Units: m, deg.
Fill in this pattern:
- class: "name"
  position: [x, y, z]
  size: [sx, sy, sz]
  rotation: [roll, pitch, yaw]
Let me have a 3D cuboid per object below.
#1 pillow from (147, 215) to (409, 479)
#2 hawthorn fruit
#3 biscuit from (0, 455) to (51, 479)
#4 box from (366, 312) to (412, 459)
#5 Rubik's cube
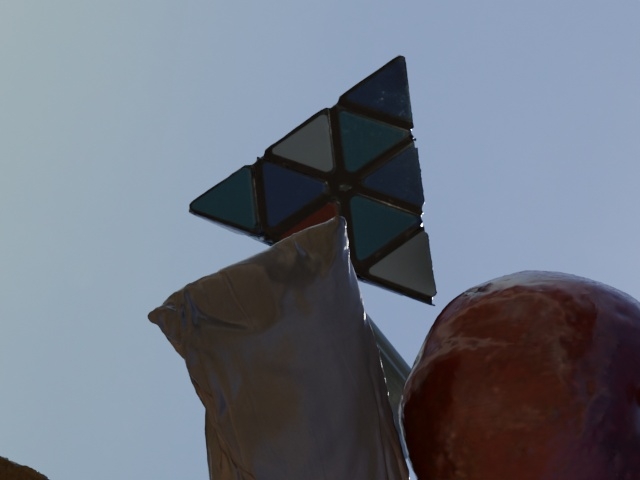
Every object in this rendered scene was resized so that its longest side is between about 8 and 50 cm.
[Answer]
- class: "pillow"
  position: [-0.027, 0.133, 1.415]
  size: [0.067, 0.173, 0.270]
  rotation: [177, -103, -76]
- class: "hawthorn fruit"
  position: [0.205, 0.133, 1.446]
  size: [0.271, 0.242, 0.242]
  rotation: [-21, -136, 30]
- class: "biscuit"
  position: [-0.438, 0.391, 2.423]
  size: [0.231, 0.131, 0.025]
  rotation: [-69, 162, 1]
- class: "box"
  position: [-0.013, 0.157, 2.140]
  size: [0.312, 0.182, 0.175]
  rotation: [52, -12, 27]
- class: "Rubik's cube"
  position: [0.000, 0.000, 1.980]
  size: [0.234, 0.250, 0.284]
  rotation: [77, 1, -66]
